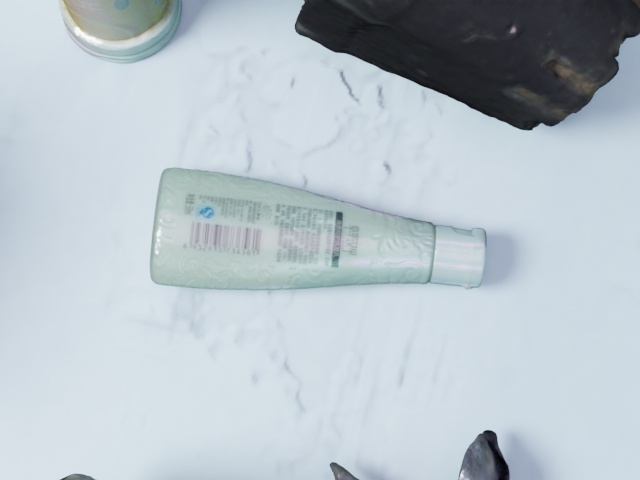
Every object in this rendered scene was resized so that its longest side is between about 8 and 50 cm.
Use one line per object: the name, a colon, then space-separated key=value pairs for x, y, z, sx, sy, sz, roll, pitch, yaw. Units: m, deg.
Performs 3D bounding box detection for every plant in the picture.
plant: x=0.056 y=-0.169 z=0.671 sx=0.256 sy=0.164 sz=0.142 roll=31 pitch=84 yaw=-12

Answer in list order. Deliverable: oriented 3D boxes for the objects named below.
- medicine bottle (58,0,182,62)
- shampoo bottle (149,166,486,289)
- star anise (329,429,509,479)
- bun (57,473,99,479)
medicine bottle: x=-0.118 y=-0.162 z=0.630 sx=0.074 sy=0.218 sz=0.074 roll=0 pitch=80 yaw=-1
shampoo bottle: x=0.000 y=0.000 z=0.697 sx=0.191 sy=0.041 sz=0.069 roll=5 pitch=75 yaw=-1
star anise: x=0.068 y=0.203 z=0.656 sx=0.181 sy=0.061 sz=0.204 roll=24 pitch=81 yaw=2
bun: x=-0.079 y=0.194 z=0.596 sx=0.173 sy=0.173 sz=0.120 roll=19 pitch=78 yaw=1
